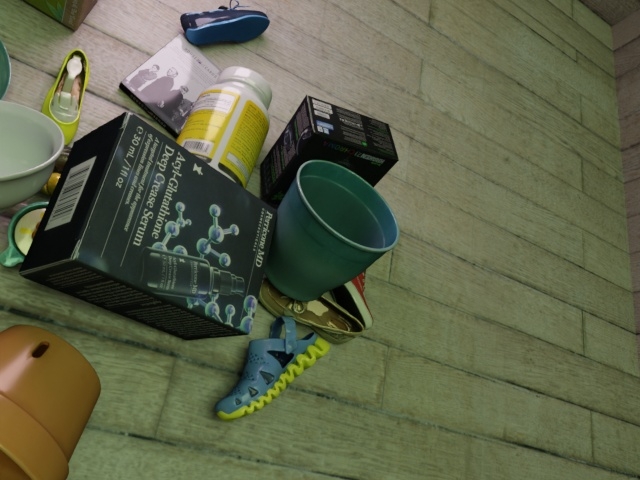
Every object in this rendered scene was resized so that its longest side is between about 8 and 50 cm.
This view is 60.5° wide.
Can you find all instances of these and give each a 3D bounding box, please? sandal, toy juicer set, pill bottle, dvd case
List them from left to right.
[{"bbox_3d":[-0.556,-0.045,1.094,0.329,0.089,0.209,-10,79,-34],"label":"toy juicer set"},{"bbox_3d":[-0.355,-0.393,1.377,0.179,0.029,0.239,43,56,-13],"label":"dvd case"},{"bbox_3d":[-0.231,-0.244,1.307,0.188,0.188,0.334,29,61,-21],"label":"pill bottle"},{"bbox_3d":[-0.124,0.282,1.243,0.317,0.126,0.138,-35,90,-44],"label":"sandal"}]

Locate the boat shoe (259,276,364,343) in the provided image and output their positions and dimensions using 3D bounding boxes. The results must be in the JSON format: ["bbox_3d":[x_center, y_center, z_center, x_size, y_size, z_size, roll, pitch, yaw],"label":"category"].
[{"bbox_3d":[-0.021,0.164,1.357,0.285,0.089,0.105,28,61,-21],"label":"boat shoe"}]

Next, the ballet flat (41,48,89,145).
[{"bbox_3d":[-0.553,-0.319,1.198,0.077,0.077,0.231,16,66,-28],"label":"ballet flat"}]

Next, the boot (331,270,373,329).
[{"bbox_3d":[0.109,0.104,1.464,0.176,0.088,0.244,-24,83,-37],"label":"boot"}]

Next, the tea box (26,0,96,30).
[{"bbox_3d":[-0.602,-0.723,1.219,0.323,0.220,0.329,29,60,-22],"label":"tea box"}]

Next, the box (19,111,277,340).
[{"bbox_3d":[-0.313,-0.002,1.090,0.395,0.212,0.294,34,56,-42],"label":"box"}]

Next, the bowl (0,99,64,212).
[{"bbox_3d":[-0.627,-0.136,0.997,0.297,0.134,0.298,12,34,-8],"label":"bowl"}]

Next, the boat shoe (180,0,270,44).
[{"bbox_3d":[-0.250,-0.594,1.465,0.258,0.109,0.089,-21,71,-43],"label":"boat shoe"}]

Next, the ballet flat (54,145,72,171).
[{"bbox_3d":[-0.479,-0.151,1.198,0.249,0.084,0.058,16,99,-27],"label":"ballet flat"}]

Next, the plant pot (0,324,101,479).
[{"bbox_3d":[-0.513,0.278,0.912,0.291,0.291,0.203,43,40,-13],"label":"plant pot"}]

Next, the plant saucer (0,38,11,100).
[{"bbox_3d":[-0.791,-0.350,1.080,0.317,0.043,0.318,11,68,-30],"label":"plant saucer"}]

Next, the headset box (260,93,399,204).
[{"bbox_3d":[0.010,-0.192,1.393,0.246,0.283,0.131,13,51,-29],"label":"headset box"}]

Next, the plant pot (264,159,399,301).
[{"bbox_3d":[0.000,0.000,1.275,0.271,0.255,0.272,25,35,-20],"label":"plant pot"}]
